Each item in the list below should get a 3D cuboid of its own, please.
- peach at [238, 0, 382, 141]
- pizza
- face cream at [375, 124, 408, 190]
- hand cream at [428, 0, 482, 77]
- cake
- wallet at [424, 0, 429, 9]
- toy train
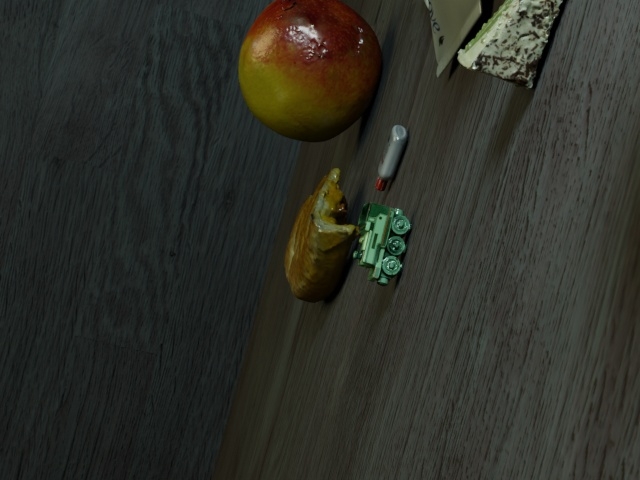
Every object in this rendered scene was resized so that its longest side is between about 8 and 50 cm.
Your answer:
[{"bbox_3d":[-0.017,-0.275,1.612,0.231,0.231,0.230,-165,90,-84],"label":"peach"},{"bbox_3d":[0.000,0.000,1.521,0.365,0.074,0.182,122,159,-71],"label":"pizza"},{"bbox_3d":[0.084,-0.097,1.233,0.040,0.021,0.083,-85,11,-56],"label":"face cream"},{"bbox_3d":[0.138,-0.302,1.042,0.133,0.083,0.247,115,159,-68],"label":"hand cream"},{"bbox_3d":[0.160,-0.172,0.735,0.140,0.055,0.051,-55,11,16],"label":"cake"},{"bbox_3d":[0.142,-0.337,1.226,0.190,0.033,0.095,-89,17,-63],"label":"wallet"},{"bbox_3d":[0.062,0.004,1.056,0.033,0.053,0.083,134,151,-76],"label":"toy train"}]
